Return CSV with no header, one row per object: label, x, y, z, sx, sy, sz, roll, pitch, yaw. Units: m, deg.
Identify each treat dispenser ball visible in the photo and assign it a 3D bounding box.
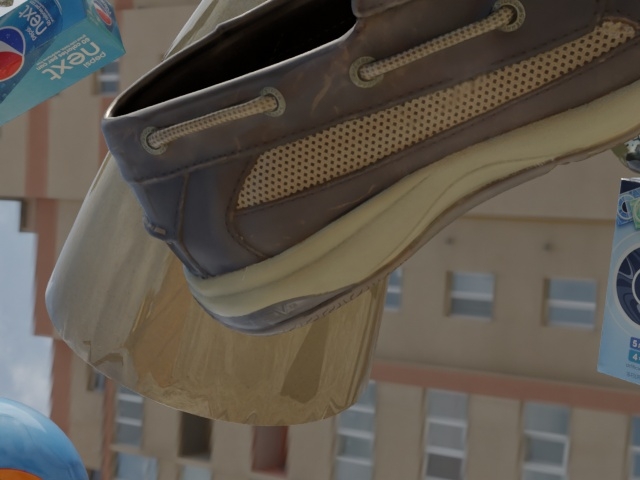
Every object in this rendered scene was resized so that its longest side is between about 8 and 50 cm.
treat dispenser ball,-0.423,0.332,1.455,0.288,0.288,0.288,-9,-80,-56

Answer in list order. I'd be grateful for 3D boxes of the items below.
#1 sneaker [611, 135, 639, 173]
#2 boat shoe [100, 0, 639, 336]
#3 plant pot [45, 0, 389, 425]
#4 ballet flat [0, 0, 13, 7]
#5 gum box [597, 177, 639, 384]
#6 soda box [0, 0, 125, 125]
sneaker,0.228,-0.247,0.764,0.182,0.158,0.410,13,-93,-48
boat shoe,0.058,-0.097,0.460,0.130,0.355,0.132,46,-161,-24
plant pot,-0.045,-0.051,0.872,0.256,0.256,0.274,-18,-48,-55
ballet flat,-0.515,-0.389,1.190,0.182,0.164,0.483,-45,-60,-17
gum box,0.329,0.046,1.058,0.041,0.157,0.184,-4,-77,-39
soda box,-0.307,-0.180,1.211,0.071,0.210,0.067,41,-154,-56
